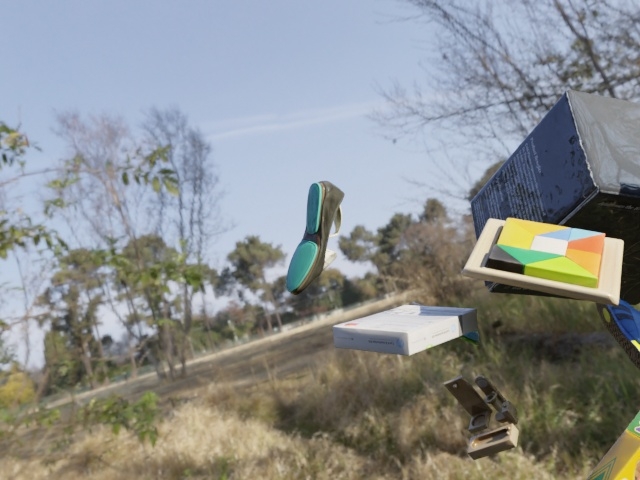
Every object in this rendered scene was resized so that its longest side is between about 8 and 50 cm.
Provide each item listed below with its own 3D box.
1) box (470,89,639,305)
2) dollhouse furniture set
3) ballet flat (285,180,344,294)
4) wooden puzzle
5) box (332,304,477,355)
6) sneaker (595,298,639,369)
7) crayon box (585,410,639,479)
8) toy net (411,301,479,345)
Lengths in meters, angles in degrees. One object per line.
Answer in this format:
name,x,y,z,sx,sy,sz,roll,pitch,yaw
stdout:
box,0.710,-0.079,1.683,0.480,0.297,0.471,6,-31,-16
dollhouse furniture set,0.362,0.396,1.550,0.144,0.123,0.151,-33,13,35
ballet flat,0.000,0.000,1.595,0.096,0.280,0.095,12,8,-33
wooden puzzle,0.355,0.019,1.060,0.221,0.044,0.239,11,25,21
box,0.135,0.137,1.058,0.145,0.038,0.186,-2,4,43
sneaker,0.642,0.172,1.384,0.082,0.209,0.069,-20,-47,-1
crayon box,0.615,0.520,1.303,0.323,0.203,0.083,-51,3,-3
toy net,0.361,0.242,1.999,0.232,0.045,0.122,23,-3,30
